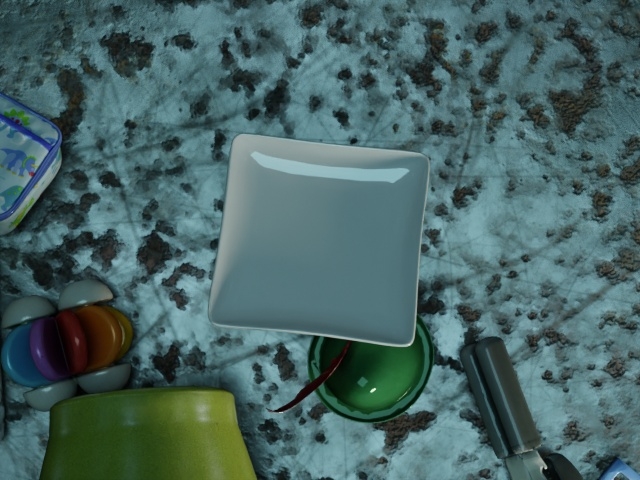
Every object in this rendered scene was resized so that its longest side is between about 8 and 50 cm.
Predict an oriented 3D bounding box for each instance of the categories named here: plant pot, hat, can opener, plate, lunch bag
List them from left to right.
[{"bbox_3d":[-0.473,-0.128,1.524,0.219,0.090,0.176,32,66,1],"label":"lunch bag"},{"bbox_3d":[-0.214,0.371,1.419,0.367,0.366,0.352,-5,76,0],"label":"plant pot"},{"bbox_3d":[0.000,0.000,1.533,0.278,0.045,0.277,6,74,0],"label":"plate"},{"bbox_3d":[0.061,0.172,1.481,0.173,0.183,0.208,33,89,2],"label":"hat"},{"bbox_3d":[0.274,0.265,1.528,0.093,0.074,0.280,-17,80,-35],"label":"can opener"}]

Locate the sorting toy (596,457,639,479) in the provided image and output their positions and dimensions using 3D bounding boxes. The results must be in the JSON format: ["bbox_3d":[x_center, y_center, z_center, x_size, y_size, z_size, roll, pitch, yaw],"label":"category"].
[{"bbox_3d":[0.324,0.450,1.541,0.348,0.047,0.196,-35,88,-1],"label":"sorting toy"}]

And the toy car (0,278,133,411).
[{"bbox_3d":[-0.347,0.142,1.506,0.182,0.136,0.159,-16,88,-1],"label":"toy car"}]

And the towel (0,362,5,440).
[{"bbox_3d":[-0.602,0.125,1.550,0.317,0.053,0.331,-4,89,0],"label":"towel"}]
